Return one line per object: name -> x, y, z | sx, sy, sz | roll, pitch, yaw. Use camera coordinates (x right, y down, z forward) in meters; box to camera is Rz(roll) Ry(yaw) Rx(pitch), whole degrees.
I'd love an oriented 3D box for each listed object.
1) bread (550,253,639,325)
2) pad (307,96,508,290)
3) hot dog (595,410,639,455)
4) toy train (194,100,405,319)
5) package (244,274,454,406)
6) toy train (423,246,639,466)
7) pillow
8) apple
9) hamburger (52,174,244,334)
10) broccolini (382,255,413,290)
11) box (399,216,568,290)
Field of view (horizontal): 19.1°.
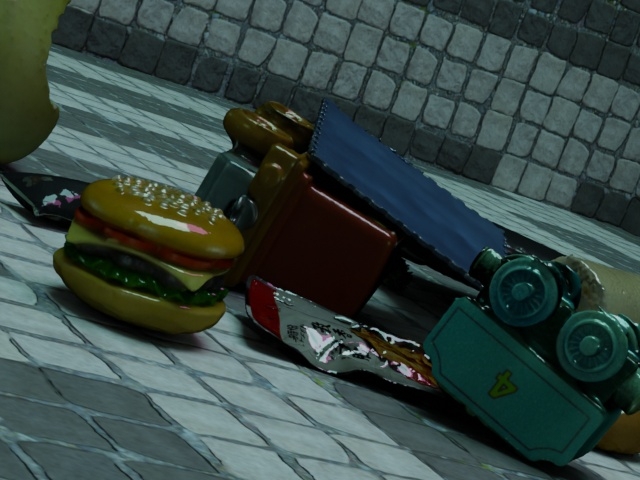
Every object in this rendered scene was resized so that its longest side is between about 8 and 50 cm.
bread -> 0.280, 0.096, 2.016 | 0.134, 0.148, 0.141 | 31, 12, 38
pad -> 0.099, -0.045, 2.039 | 0.269, 0.012, 0.269 | 37, 16, -6
hot dog -> 0.271, 0.167, 1.833 | 0.140, 0.060, 0.090 | 13, 6, -27
toy train -> -0.025, -0.022, 2.023 | 0.231, 0.163, 0.369 | 33, 10, 5
package -> 0.040, 0.104, 1.758 | 0.239, 0.030, 0.154 | 22, 11, -8
toy train -> 0.190, 0.101, 1.668 | 0.198, 0.154, 0.107 | 40, 13, 17
pillow -> -0.246, -0.037, 1.935 | 0.150, 0.048, 0.090 | 9, 5, -40
apple -> -0.398, -0.217, 2.094 | 0.279, 0.279, 0.279 | 20, 8, -3
hamburger -> -0.144, 0.011, 1.605 | 0.162, 0.115, 0.162 | 19, 8, -3
broccolini -> 0.005, -0.005, 2.368 | 0.254, 0.057, 0.071 | 28, -33, 25
box -> 0.231, 0.033, 2.360 | 0.350, 0.091, 0.359 | 24, 0, -12
